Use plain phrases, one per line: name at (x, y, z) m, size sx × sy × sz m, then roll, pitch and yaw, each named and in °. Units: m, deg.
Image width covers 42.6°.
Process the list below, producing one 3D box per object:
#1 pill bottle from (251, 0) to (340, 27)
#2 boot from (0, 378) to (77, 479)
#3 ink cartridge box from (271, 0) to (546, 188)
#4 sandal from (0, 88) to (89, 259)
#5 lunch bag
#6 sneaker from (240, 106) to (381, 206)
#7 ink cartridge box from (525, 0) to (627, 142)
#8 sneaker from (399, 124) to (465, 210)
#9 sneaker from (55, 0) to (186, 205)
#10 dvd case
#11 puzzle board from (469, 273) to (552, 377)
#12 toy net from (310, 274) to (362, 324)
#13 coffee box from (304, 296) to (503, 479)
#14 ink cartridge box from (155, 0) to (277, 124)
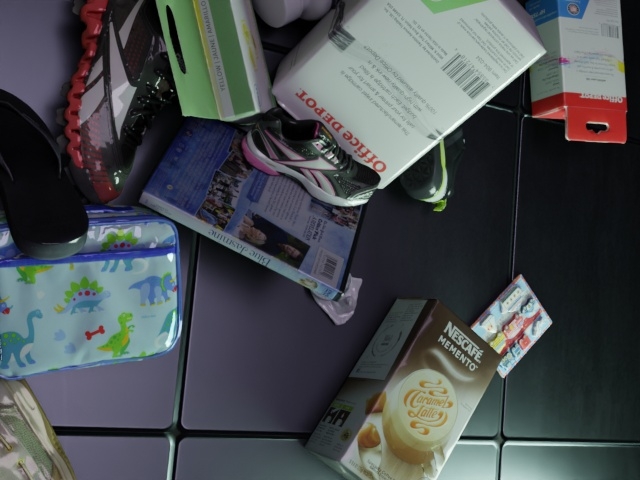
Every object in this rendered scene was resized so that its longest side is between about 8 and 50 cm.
pill bottle at (0.000, -0.347, 1.061) m, size 0.180 × 0.108 × 0.108 m, roll -34°, pitch 102°, yaw -25°
boot at (-0.345, 0.264, 0.857) m, size 0.165 × 0.077 × 0.213 m, roll -27°, pitch 94°, yaw -27°
ink cartridge box at (0.103, -0.227, 1.014) m, size 0.198 × 0.273 × 0.115 m, roll 40°, pitch 29°, yaw -21°
sandal at (-0.306, -0.088, 0.841) m, size 0.097 × 0.055 × 0.254 m, roll -19°, pitch 55°, yaw -37°
lunch bag at (-0.261, 0.048, 0.886) m, size 0.218 × 0.090 × 0.176 m, roll -2°, pitch 104°, yaw -28°
sneaker at (-0.003, -0.102, 0.986) m, size 0.178 × 0.077 × 0.072 m, roll 18°, pitch 45°, yaw -19°
ink cartridge box at (0.399, -0.263, 1.280) m, size 0.134 × 0.078 × 0.231 m, roll -1°, pitch 87°, yaw -27°
sneaker at (0.159, -0.160, 1.163) m, size 0.097 × 0.084 × 0.235 m, roll 15°, pitch 80°, yaw -50°
sneaker at (-0.212, -0.173, 0.922) m, size 0.135 × 0.097 × 0.276 m, roll 5°, pitch 82°, yaw 7°
dvd case at (-0.068, -0.049, 0.970) m, size 0.252 × 0.022 × 0.180 m, roll 27°, pitch 42°, yaw -8°
puzzle board at (0.288, 0.127, 1.234) m, size 0.128 × 0.011 × 0.096 m, roll -42°, pitch 106°, yaw -24°
toy net at (0.000, 0.000, 1.072) m, size 0.122 × 0.045 × 0.232 m, roll -13°, pitch 93°, yaw -28°
coffee box at (0.113, 0.213, 1.086) m, size 0.141 × 0.098 × 0.247 m, roll 41°, pitch 70°, yaw -20°
ink cartridge box at (-0.114, -0.223, 0.935) m, size 0.056 × 0.235 × 0.171 m, roll -12°, pitch 94°, yaw 9°
